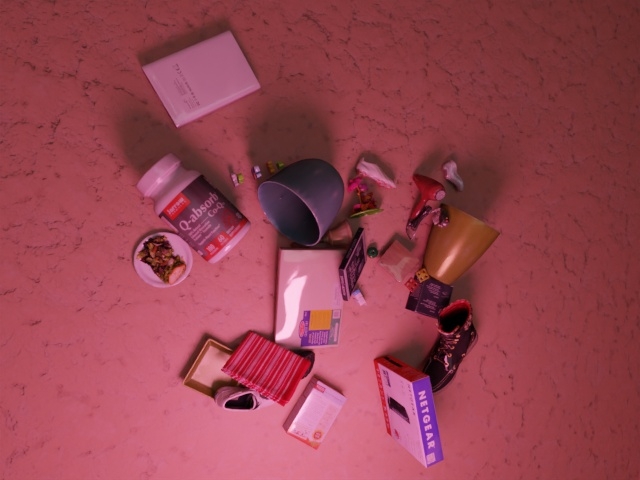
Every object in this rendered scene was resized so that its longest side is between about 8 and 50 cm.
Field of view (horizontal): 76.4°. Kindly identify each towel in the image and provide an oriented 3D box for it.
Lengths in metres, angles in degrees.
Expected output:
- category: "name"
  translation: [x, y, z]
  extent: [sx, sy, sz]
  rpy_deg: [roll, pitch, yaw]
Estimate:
- category: "towel"
  translation: [-0.193, 0.454, 1.471]
  extent: [0.274, 0.031, 0.199]
  rpy_deg: [23, 43, 16]

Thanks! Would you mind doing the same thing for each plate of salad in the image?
- category: "plate of salad"
  translation: [-0.561, 0.070, 1.454]
  extent: [0.199, 0.048, 0.200]
  rpy_deg: [0, 90, -19]

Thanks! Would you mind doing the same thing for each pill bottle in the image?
- category: "pill bottle"
  translation: [-0.437, -0.110, 1.412]
  extent: [0.363, 0.210, 0.210]
  rpy_deg: [45, 77, -14]

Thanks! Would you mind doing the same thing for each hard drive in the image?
- category: "hard drive"
  translation: [-0.432, -0.596, 1.501]
  extent: [0.352, 0.047, 0.233]
  rpy_deg: [-32, 100, -16]

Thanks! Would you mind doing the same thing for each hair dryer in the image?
- category: "hair dryer"
  translation: [0.432, -0.166, 1.737]
  extent: [0.080, 0.223, 0.294]
  rpy_deg: [22, 60, -37]

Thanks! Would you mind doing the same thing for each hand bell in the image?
- category: "hand bell"
  translation: [0.000, 0.000, 1.636]
  extent: [0.241, 0.126, 0.126]
  rpy_deg: [-13, 94, -6]

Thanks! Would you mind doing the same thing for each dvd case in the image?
- category: "dvd case"
  translation: [0.130, 0.092, 1.597]
  extent: [0.179, 0.029, 0.239]
  rpy_deg: [79, 29, -41]

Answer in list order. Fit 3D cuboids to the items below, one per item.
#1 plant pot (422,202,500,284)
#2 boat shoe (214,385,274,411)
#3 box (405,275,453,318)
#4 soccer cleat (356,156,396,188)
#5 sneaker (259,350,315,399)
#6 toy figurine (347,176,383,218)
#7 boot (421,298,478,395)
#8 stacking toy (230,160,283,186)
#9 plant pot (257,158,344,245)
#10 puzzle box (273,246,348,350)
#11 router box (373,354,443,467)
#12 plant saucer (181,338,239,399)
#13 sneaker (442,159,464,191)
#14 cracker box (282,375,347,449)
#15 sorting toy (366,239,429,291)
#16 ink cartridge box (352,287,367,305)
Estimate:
- category: "plant pot"
  translation: [0.570, 0.032, 1.756]
  extent: [0.274, 0.275, 0.294]
  rpy_deg: [25, 99, -17]
- category: "boat shoe"
  translation: [-0.255, 0.588, 1.508]
  extent: [0.267, 0.088, 0.096]
  rpy_deg: [19, 88, -36]
- category: "box"
  translation: [0.478, 0.252, 1.789]
  extent: [0.155, 0.093, 0.159]
  rpy_deg: [20, 82, -18]
- category: "soccer cleat"
  translation: [0.243, -0.284, 1.725]
  extent: [0.196, 0.068, 0.076]
  rpy_deg: [25, 79, -14]
- category: "sneaker"
  translation: [-0.143, 0.488, 1.566]
  extent: [0.286, 0.130, 0.109]
  rpy_deg: [-16, 119, -40]
- category: "toy figurine"
  translation: [0.178, -0.186, 1.688]
  extent: [0.173, 0.130, 0.160]
  rpy_deg: [-10, 83, -41]
- category: "boot"
  translation: [0.535, 0.446, 1.719]
  extent: [0.377, 0.138, 0.284]
  rpy_deg: [-41, 136, -18]
- category: "stacking toy"
  translation: [-0.235, -0.252, 1.480]
  extent: [0.166, 0.221, 0.052]
  rpy_deg: [-22, 100, -14]
- category: "plant pot"
  translation: [-0.048, -0.166, 1.516]
  extent: [0.293, 0.293, 0.235]
  rpy_deg: [50, 61, -12]
- category: "puzzle box"
  translation: [-0.042, 0.228, 1.586]
  extent: [0.271, 0.052, 0.410]
  rpy_deg: [1, 102, -20]
- category: "router box"
  translation: [0.345, 0.665, 1.633]
  extent: [0.082, 0.301, 0.336]
  rpy_deg: [-12, 93, -19]
- category: "plant saucer"
  translation: [-0.385, 0.484, 1.515]
  extent: [0.188, 0.045, 0.189]
  rpy_deg: [33, 80, -16]
- category: "sneaker"
  translation: [0.606, -0.288, 1.862]
  extent: [0.061, 0.054, 0.152]
  rpy_deg: [-27, 96, -2]
- category: "cracker box"
  translation: [-0.021, 0.688, 1.629]
  extent: [0.155, 0.067, 0.232]
  rpy_deg: [37, 80, -16]
- category: "sorting toy"
  translation: [0.335, 0.097, 1.742]
  extent: [0.274, 0.046, 0.132]
  rpy_deg: [41, 79, 4]
- category: "ink cartridge box"
  translation: [0.158, 0.243, 1.701]
  extent: [0.028, 0.048, 0.083]
  rpy_deg: [-32, 99, -16]
